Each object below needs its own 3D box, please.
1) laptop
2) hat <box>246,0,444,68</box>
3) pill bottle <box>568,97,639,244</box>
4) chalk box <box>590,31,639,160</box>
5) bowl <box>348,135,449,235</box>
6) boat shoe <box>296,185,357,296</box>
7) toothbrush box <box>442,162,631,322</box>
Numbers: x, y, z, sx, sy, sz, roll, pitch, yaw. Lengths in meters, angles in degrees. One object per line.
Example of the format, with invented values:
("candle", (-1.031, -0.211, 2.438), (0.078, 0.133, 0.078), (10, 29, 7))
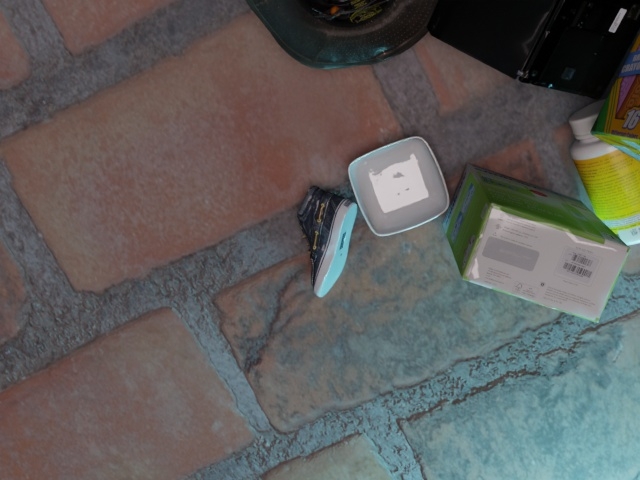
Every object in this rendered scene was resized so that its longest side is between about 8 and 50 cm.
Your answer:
("laptop", (0.332, -0.354, 1.352), (0.264, 0.136, 0.234), (5, 123, -31))
("hat", (0.029, -0.425, 1.376), (0.331, 0.134, 0.331), (-2, 123, -3))
("pill bottle", (0.465, -0.109, 1.458), (0.117, 0.117, 0.215), (-25, 104, 8))
("chalk box", (0.548, -0.233, 1.300), (0.180, 0.179, 0.289), (26, 93, -21))
("bowl", (0.126, -0.091, 1.508), (0.142, 0.053, 0.142), (-21, 103, 8))
("boat shoe", (0.000, 0.000, 1.539), (0.083, 0.065, 0.183), (27, 120, 21))
("toothbrush box", (0.310, -0.006, 1.406), (0.206, 0.283, 0.122), (18, 104, -3))
